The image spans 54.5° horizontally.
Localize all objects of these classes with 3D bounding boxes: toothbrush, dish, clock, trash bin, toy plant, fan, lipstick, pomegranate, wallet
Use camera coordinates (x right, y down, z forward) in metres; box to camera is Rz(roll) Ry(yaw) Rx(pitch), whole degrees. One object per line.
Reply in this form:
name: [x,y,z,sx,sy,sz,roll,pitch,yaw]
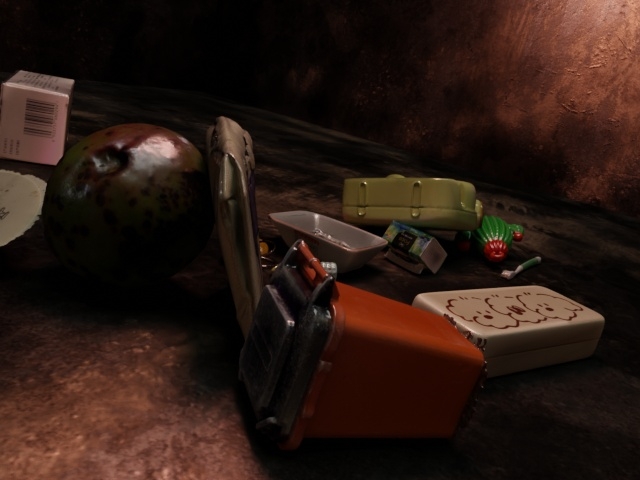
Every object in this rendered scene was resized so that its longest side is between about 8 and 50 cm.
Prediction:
toothbrush: [0.478,0.063,1.468,0.024,0.018,0.257,16,16,33]
dish: [0.000,0.000,1.225,0.234,0.064,0.154,24,19,30]
clock: [0.239,-0.084,1.481,0.286,0.117,0.348,3,1,33]
trash bin: [0.049,0.119,0.678,0.238,0.184,0.161,12,15,-23]
toy plant: [0.406,-0.002,1.522,0.154,0.088,0.240,9,23,32]
fan: [-0.589,-0.045,0.882,0.414,0.012,0.233,5,39,11]
lipstick: [-0.031,0.052,1.084,0.116,0.037,0.037,5,17,-12]
pomegranate: [-0.281,-0.032,0.915,0.242,0.242,0.306,7,-23,-20]
wallet: [-0.103,-0.019,0.840,0.068,0.275,0.335,-12,28,-4]

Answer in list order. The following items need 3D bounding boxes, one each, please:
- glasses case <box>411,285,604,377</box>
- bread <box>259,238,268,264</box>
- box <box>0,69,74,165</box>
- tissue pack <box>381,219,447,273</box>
glasses case: [0.295,0.136,0.975,0.336,0.076,0.144,0,20,-38]
bread: [-0.131,0.019,1.094,0.083,0.046,0.081,21,20,23]
box: [-0.698,-0.310,1.538,0.145,0.173,0.333,8,17,-22]
tissue pack: [0.190,0.022,1.295,0.111,0.079,0.085,29,-9,43]
